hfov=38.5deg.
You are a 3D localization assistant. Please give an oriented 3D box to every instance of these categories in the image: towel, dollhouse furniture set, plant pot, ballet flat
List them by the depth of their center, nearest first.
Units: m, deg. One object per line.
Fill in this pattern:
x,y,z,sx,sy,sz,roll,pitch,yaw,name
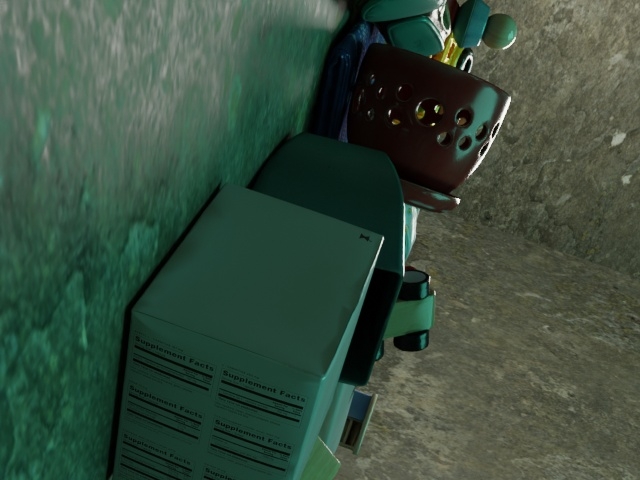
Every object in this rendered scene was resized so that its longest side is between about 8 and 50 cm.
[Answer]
0.000,0.000,0.977,0.234,0.165,0.166,-76,180,-51,plant pot
0.103,-0.315,1.115,0.342,0.116,0.124,0,81,-76,ballet flat
0.122,-0.135,1.155,0.191,0.191,0.174,-34,144,-80,plant pot
0.041,-0.218,1.277,0.336,0.040,0.243,-65,169,-54,towel
-0.011,0.380,1.853,0.303,0.198,0.287,81,28,-76,dollhouse furniture set

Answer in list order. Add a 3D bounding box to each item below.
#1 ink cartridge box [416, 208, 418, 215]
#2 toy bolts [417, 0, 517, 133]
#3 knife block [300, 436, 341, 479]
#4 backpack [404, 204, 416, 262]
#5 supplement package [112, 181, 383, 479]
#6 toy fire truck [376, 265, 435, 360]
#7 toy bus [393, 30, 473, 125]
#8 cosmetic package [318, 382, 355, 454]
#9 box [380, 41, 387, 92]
0.080,-0.050,1.509,0.218,0.158,0.092,104,9,-45,ink cartridge box
0.237,-0.304,1.570,0.218,0.158,0.229,-56,163,-71,toy bolts
-0.091,0.315,0.940,0.275,0.088,0.242,-38,-172,-6,knife block
0.075,-0.037,1.373,0.115,0.151,0.182,-51,137,-46,backpack
-0.060,0.100,0.761,0.194,0.149,0.203,-62,170,-54,supplement package
0.039,0.107,1.475,0.246,0.217,0.159,-140,-136,-59,toy fire truck
0.189,-0.328,1.783,0.220,0.149,0.211,-69,161,8,toy bus
-0.029,0.176,1.236,0.217,0.156,0.385,-60,167,-58,cosmetic package
0.104,-0.262,1.542,0.087,0.058,0.232,86,24,-77,box
